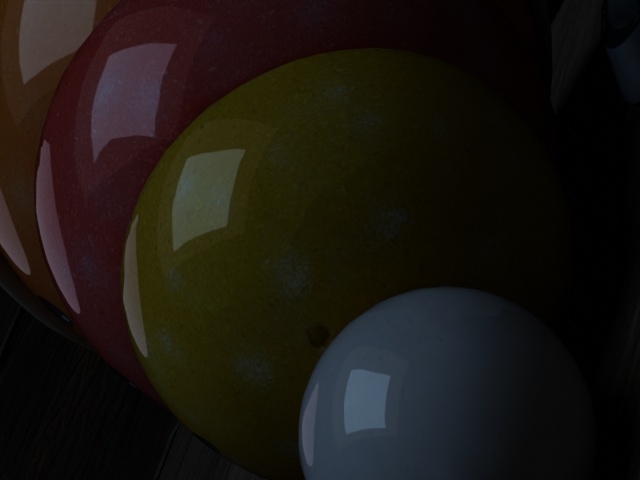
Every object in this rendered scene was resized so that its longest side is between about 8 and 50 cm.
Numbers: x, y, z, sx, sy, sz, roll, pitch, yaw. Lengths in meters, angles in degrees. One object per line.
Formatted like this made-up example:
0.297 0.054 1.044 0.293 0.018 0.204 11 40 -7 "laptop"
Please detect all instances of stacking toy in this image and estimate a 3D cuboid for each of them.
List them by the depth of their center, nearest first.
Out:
0.000 0.000 0.927 0.350 0.351 0.480 -65 21 18 "stacking toy"

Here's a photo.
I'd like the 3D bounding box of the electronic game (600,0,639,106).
0.180 -0.168 0.886 0.229 0.048 0.229 -162 90 -87 "electronic game"
